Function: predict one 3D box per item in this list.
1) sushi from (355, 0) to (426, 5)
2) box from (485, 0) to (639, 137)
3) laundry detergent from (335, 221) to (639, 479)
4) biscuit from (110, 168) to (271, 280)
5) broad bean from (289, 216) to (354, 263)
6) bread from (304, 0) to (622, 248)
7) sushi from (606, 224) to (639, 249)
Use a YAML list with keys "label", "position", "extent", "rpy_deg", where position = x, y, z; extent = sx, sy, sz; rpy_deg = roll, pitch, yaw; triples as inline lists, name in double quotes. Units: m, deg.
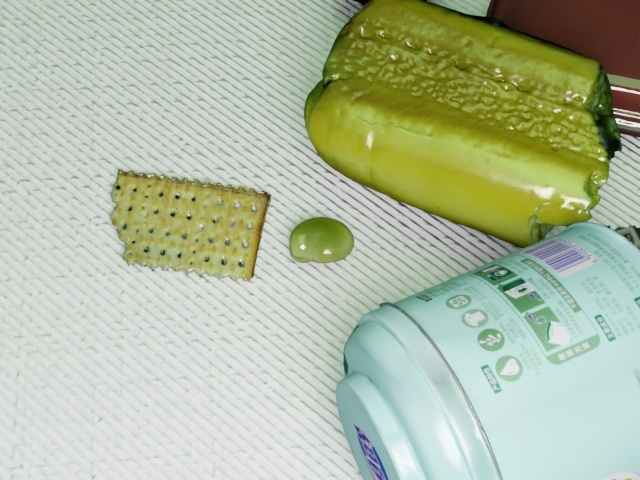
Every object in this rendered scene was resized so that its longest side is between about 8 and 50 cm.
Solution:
- label: "sushi"
  position: [0.093, -0.394, 1.524]
  extent: [0.172, 0.153, 0.150]
  rpy_deg: [42, 45, 0]
- label: "box"
  position: [0.418, -0.255, 1.470]
  extent: [0.404, 0.108, 0.263]
  rpy_deg: [13, 60, 8]
- label: "laundry detergent"
  position: [0.189, 0.165, 1.118]
  extent: [0.305, 0.287, 0.287]
  rpy_deg: [-22, 62, -13]
- label: "biscuit"
  position: [-0.170, -0.018, 1.376]
  extent: [0.203, 0.016, 0.144]
  rpy_deg: [7, 59, 2]
- label: "broad bean"
  position: [0.000, 0.000, 1.354]
  extent: [0.083, 0.045, 0.063]
  rpy_deg: [-9, 61, -15]
- label: "bread"
  position: [0.172, -0.141, 1.343]
  extent: [0.377, 0.208, 0.251]
  rpy_deg: [22, 69, 12]
- label: "sushi"
  position: [0.441, 0.049, 1.338]
  extent: [0.139, 0.031, 0.201]
  rpy_deg: [-9, 60, -6]
